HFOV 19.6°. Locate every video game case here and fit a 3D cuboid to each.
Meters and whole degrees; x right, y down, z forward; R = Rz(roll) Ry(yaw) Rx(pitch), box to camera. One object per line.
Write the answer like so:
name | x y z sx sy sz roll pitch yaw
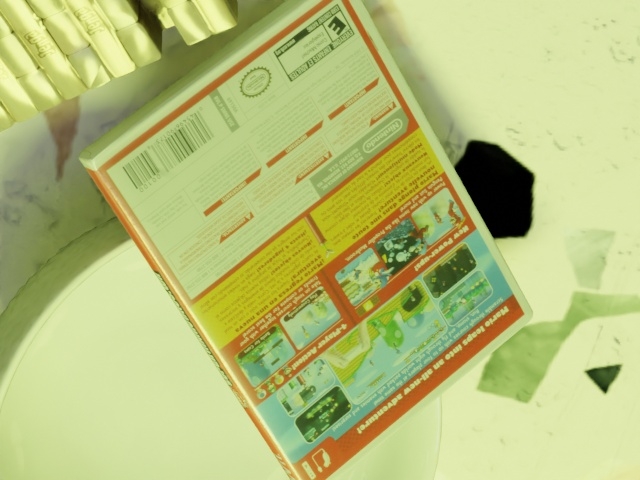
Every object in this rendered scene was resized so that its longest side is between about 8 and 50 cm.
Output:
video game case | 0.000 0.000 1.192 0.204 0.025 0.285 -38 116 -15

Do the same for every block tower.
block tower | -0.205 -0.127 1.123 0.335 0.097 0.091 -22 127 14

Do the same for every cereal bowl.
cereal bowl | -0.093 0.128 1.269 0.339 0.141 0.339 -7 105 -26
